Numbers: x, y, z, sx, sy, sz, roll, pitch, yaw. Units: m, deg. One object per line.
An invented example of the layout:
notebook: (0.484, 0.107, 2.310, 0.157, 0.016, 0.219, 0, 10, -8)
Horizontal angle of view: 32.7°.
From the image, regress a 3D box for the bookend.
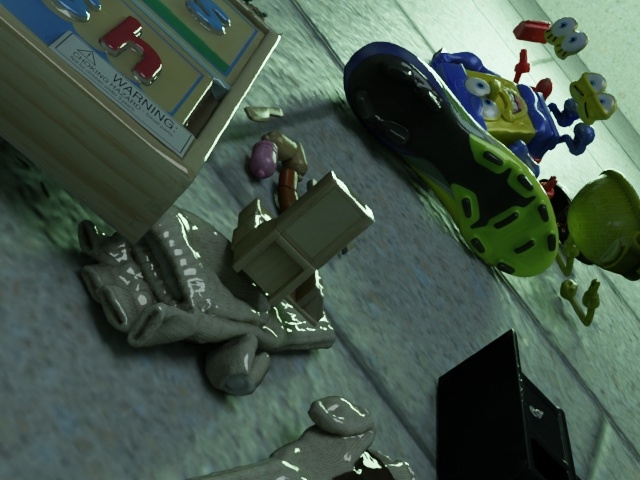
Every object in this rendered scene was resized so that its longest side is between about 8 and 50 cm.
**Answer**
bookend: (0.157, 0.171, 0.752, 0.157, 0.072, 0.156, 45, 23, -17)

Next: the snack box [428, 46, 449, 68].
snack box: (0.207, -0.173, 1.424, 0.178, 0.022, 0.064, 48, 24, -10)

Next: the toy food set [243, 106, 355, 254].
toy food set: (-0.022, -0.040, 0.799, 0.122, 0.019, 0.078, 63, 24, 7)

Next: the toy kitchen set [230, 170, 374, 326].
toy kitchen set: (0.000, 0.000, 0.616, 0.068, 0.075, 0.083, 45, 14, -17)

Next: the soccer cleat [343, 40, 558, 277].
soccer cleat: (0.134, -0.083, 1.065, 0.289, 0.093, 0.121, 45, 17, -18)

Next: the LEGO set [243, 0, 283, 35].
LEGO set: (-0.062, -0.185, 0.940, 0.054, 0.023, 0.083, 43, 37, -15)

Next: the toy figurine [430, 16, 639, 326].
toy figurine: (0.189, -0.091, 1.192, 0.217, 0.191, 0.363, 4, 53, -22)

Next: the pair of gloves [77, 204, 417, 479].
pair of gloves: (-0.023, 0.081, 0.585, 0.204, 0.042, 0.240, 17, 40, -54)

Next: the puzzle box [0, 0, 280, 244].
puzzle box: (-0.205, -0.199, 0.601, 0.409, 0.052, 0.272, 41, 24, -12)

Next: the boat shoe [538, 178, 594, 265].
boat shoe: (0.308, -0.023, 1.364, 0.042, 0.049, 0.133, 19, 37, -45)
